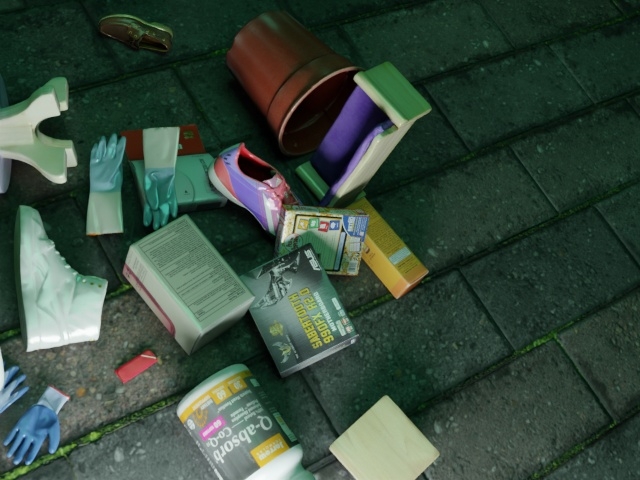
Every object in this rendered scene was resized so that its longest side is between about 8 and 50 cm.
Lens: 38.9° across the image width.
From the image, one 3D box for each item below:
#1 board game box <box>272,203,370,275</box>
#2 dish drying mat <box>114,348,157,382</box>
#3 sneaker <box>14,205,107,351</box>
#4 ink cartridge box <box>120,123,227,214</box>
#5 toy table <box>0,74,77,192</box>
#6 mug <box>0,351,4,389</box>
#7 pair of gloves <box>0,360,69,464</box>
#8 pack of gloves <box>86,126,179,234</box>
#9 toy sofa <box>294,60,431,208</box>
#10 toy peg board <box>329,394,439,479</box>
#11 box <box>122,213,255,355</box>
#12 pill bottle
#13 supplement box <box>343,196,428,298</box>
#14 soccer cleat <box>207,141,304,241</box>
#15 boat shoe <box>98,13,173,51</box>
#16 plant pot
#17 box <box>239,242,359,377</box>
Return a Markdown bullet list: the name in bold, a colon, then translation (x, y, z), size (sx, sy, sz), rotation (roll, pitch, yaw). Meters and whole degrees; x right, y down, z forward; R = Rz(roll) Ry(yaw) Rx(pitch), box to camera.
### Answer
- **board game box**: translation (0.000, 0.000, 1.993), size (0.194, 0.146, 0.045), rotation (4, 20, -20)
- **dish drying mat**: translation (-0.363, 0.246, 1.786), size (0.083, 0.008, 0.032), rotation (-33, 77, -33)
- **sneaker**: translation (-0.509, 0.068, 1.784), size (0.169, 0.108, 0.292), rotation (-4, 72, -25)
- **ink cartridge box**: translation (-0.328, -0.170, 2.022), size (0.189, 0.066, 0.232), rotation (-9, 69, -25)
- **toy table**: translation (-0.599, -0.228, 1.851), size (0.161, 0.252, 0.274), rotation (-5, 73, -6)
- **mug**: translation (-0.704, 0.268, 1.506), size (0.328, 0.276, 0.374), rotation (-17, 94, -33)
- **pair of gloves**: translation (-0.559, 0.317, 1.660), size (0.198, 0.023, 0.159), rotation (29, 56, -2)
- **pack of gloves**: translation (-0.393, -0.123, 1.931), size (0.195, 0.046, 0.232), rotation (-3, 74, 5)
- **toy sofa**: translation (0.069, -0.212, 2.013), size (0.177, 0.362, 0.150), rotation (-31, 76, -38)
- **toy peg board**: translation (0.124, 0.430, 1.836), size (0.161, 0.079, 0.161), rotation (-39, 79, -18)
- **box**: translation (-0.270, 0.090, 1.843), size (0.149, 0.127, 0.232), rotation (-33, 76, -33)
- **pill bottle**: translation (-0.133, 0.384, 1.699), size (0.162, 0.162, 0.278), rotation (-28, 73, -32)
- **supplement box**: translation (0.137, 0.015, 2.076), size (0.080, 0.078, 0.233), rotation (-34, 78, -33)
- **soccer cleat**: translation (-0.099, -0.089, 1.995), size (0.318, 0.116, 0.108), rotation (39, 47, -14)
- **boat shoe**: translation (-0.440, -0.493, 2.164), size (0.178, 0.064, 0.060), rotation (9, 56, -19)
- **plant pot**: translation (-0.069, -0.385, 2.139), size (0.272, 0.272, 0.265), rotation (-28, 66, -32)
- **box**: translation (-0.050, 0.144, 1.899), size (0.183, 0.056, 0.231), rotation (-25, 71, -7)
